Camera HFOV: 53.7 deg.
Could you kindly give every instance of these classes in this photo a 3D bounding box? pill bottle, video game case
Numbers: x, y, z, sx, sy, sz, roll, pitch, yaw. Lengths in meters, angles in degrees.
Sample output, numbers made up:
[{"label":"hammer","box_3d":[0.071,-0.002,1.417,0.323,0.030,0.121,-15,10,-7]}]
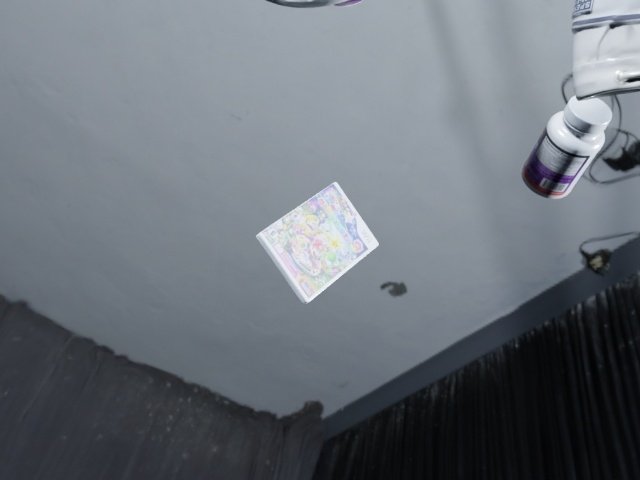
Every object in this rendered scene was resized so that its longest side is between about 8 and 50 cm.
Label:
[{"label":"pill bottle","box_3d":[0.470,-0.179,1.207,0.108,0.108,0.193,13,143,0]},{"label":"video game case","box_3d":[0.000,0.000,0.679,0.087,0.122,0.011,55,145,-3]}]

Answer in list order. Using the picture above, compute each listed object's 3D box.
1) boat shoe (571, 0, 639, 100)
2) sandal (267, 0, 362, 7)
[{"label":"boat shoe","box_3d":[0.309,-0.125,0.428,0.268,0.096,0.088,3,98,2]},{"label":"sandal","box_3d":[0.033,-0.513,1.234,0.169,0.416,0.102,43,145,18]}]
